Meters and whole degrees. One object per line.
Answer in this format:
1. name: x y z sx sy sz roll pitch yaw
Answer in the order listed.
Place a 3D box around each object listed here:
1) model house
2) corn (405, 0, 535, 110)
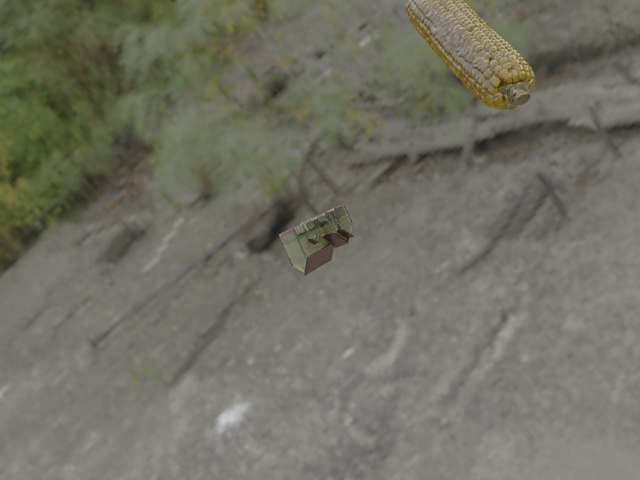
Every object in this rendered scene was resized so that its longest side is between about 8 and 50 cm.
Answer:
1. model house: 0.000 0.000 1.628 0.057 0.058 0.083 -24 2 37
2. corn: 0.163 -0.216 1.508 0.068 0.068 0.207 -40 56 2
